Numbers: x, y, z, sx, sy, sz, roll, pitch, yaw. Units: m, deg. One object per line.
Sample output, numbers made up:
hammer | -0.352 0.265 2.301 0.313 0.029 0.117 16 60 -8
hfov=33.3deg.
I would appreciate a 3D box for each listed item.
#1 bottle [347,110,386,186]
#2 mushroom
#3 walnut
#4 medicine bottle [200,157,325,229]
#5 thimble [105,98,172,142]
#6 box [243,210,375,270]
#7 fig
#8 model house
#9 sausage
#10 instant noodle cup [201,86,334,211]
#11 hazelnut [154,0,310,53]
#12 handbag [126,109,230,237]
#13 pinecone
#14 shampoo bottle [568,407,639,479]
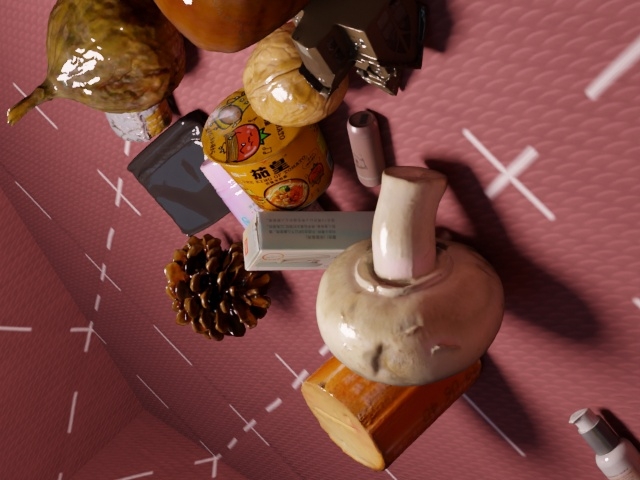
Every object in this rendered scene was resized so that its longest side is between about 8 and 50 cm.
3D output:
bottle | 0.080 -0.155 1.819 0.053 0.053 0.140 29 151 34
mushroom | 0.152 0.075 1.801 0.315 0.356 0.315 7 162 2
walnut | -0.038 -0.266 1.722 0.165 0.165 0.197 49 158 -5
medicine bottle | -0.104 -0.087 2.101 0.254 0.152 0.152 53 155 -13
thimble | -0.400 -0.294 2.298 0.151 0.127 0.118 24 149 32
box | 0.000 0.000 1.955 0.135 0.269 0.079 132 135 -66
fig | -0.444 -0.328 2.051 0.286 0.369 0.286 40 165 13
model house | 0.061 -0.273 1.581 0.180 0.176 0.248 27 165 36
sausage | 0.140 0.275 2.089 0.233 0.287 0.233 42 157 23
instant noodle cup | -0.081 -0.160 1.906 0.215 0.216 0.172 24 157 41
hazelnut | -0.114 -0.434 1.394 0.365 0.366 0.366 37 154 22
handbag | -0.273 -0.144 2.309 0.247 0.080 0.223 -33 104 39
pinecone | -0.233 0.117 2.498 0.264 0.264 0.264 37 154 22
shampoo bottle | 0.515 0.373 1.884 0.192 0.074 0.074 50 156 -3
